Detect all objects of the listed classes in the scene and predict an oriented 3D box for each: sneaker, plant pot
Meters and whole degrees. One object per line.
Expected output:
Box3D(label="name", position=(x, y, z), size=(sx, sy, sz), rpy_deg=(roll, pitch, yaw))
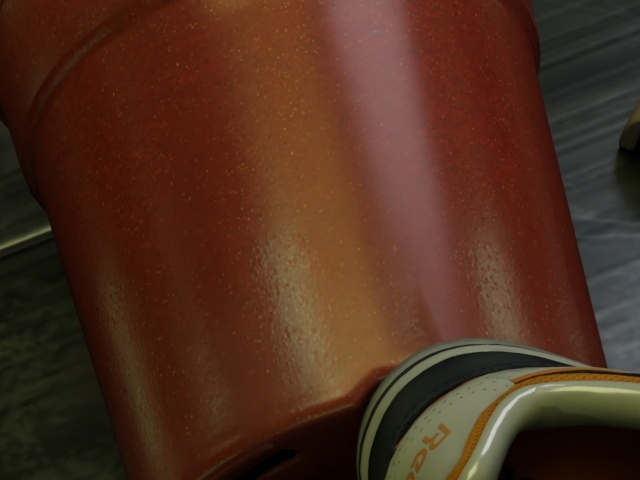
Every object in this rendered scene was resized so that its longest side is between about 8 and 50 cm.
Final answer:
Box3D(label="sneaker", position=(0.173, 0.112, 0.673), size=(0.321, 0.126, 0.127), rpy_deg=(8, 7, -5))
Box3D(label="plant pot", position=(0.000, 0.000, 0.879), size=(0.272, 0.272, 0.265), rpy_deg=(-14, 60, -2))

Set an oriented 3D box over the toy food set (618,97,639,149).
Box3D(label="toy food set", position=(0.330, -0.089, 1.001), size=(0.306, 0.092, 0.219), rpy_deg=(22, 70, 25))
